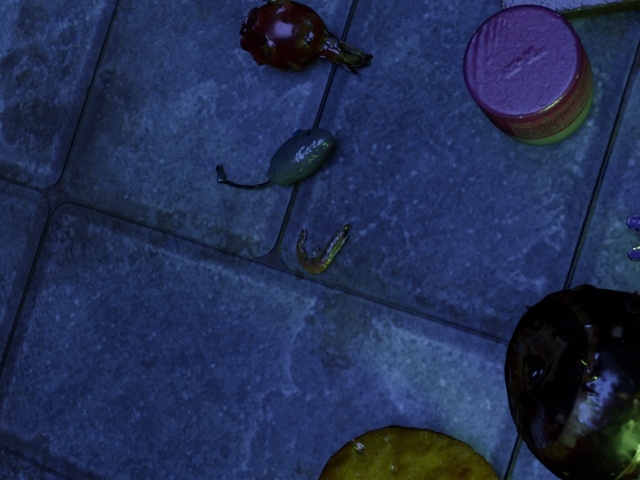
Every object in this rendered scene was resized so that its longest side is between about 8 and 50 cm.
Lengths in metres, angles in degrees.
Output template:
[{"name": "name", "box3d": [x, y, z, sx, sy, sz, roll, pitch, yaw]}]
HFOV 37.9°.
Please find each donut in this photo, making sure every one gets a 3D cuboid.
[{"name": "donut", "box3d": [0.133, 0.427, 1.388, 0.302, 0.110, 0.303, 2, 54, -3]}]

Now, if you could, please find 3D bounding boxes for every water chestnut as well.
[{"name": "water chestnut", "box3d": [0.405, 0.206, 1.299, 0.300, 0.300, 0.300, -3, 81, 22]}]

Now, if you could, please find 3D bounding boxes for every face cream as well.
[{"name": "face cream", "box3d": [0.323, -0.245, 1.424, 0.175, 0.195, 0.175, -4, 80, 23]}]

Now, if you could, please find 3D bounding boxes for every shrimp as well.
[{"name": "shrimp", "box3d": [0.000, 0.000, 1.613, 0.114, 0.023, 0.083, -50, 65, 13]}]

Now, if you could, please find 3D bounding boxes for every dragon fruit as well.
[{"name": "dragon fruit", "box3d": [-0.025, -0.349, 1.638, 0.246, 0.125, 0.125, 23, 77, 7]}]

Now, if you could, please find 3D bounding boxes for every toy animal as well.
[{"name": "toy animal", "box3d": [-0.078, -0.130, 1.650, 0.252, 0.070, 0.079, -21, 39, 30]}]

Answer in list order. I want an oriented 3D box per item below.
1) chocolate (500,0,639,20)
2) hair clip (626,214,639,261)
[{"name": "chocolate", "box3d": [0.438, -0.407, 1.453, 0.321, 0.112, 0.112, -6, 88, 21]}, {"name": "hair clip", "box3d": [0.590, 0.003, 1.342, 0.278, 0.090, 0.137, -3, 81, 27]}]
